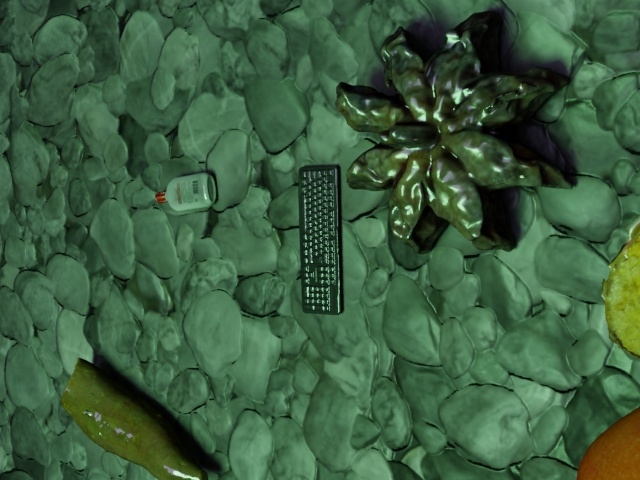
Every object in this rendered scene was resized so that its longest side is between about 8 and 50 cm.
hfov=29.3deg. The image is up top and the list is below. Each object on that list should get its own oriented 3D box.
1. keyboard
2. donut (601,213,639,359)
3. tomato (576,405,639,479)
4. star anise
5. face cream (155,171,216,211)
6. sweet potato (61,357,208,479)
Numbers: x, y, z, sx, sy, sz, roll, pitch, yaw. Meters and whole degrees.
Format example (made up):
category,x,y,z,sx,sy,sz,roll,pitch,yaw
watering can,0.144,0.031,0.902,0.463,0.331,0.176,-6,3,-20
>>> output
category,x,y,z,sx,sy,sz,roll,pitch,yaw
keyboard,0.000,0.000,1.273,0.053,0.010,0.155,-1,92,37
donut,0.308,0.022,0.970,0.181,0.078,0.146,-46,33,22
tomato,0.317,0.227,0.934,0.260,0.180,0.259,5,99,30
star anise,0.105,-0.094,1.129,0.236,0.109,0.223,-3,95,36
face cream,-0.153,-0.053,1.383,0.083,0.021,0.040,-7,89,38
sweet potato,-0.218,0.224,1.417,0.244,0.077,0.077,35,113,29
